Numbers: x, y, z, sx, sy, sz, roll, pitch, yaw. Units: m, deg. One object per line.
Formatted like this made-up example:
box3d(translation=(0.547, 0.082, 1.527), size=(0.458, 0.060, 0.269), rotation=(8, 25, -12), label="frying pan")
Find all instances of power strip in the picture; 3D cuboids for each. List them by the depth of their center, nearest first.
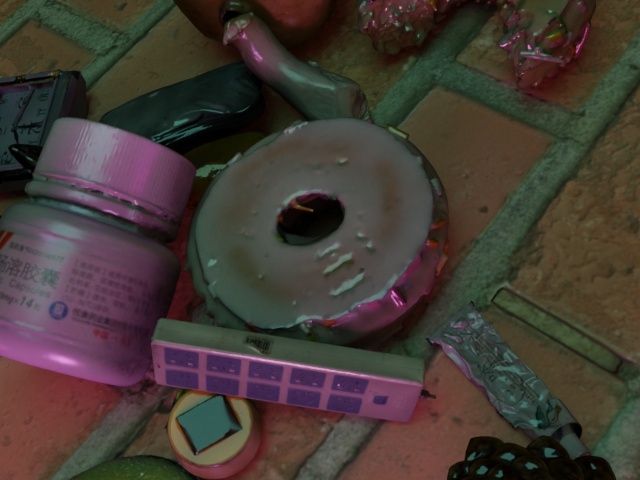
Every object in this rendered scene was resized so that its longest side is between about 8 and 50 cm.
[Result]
box3d(translation=(-0.035, 0.166, 1.012), size=(0.368, 0.106, 0.043), rotation=(9, 50, 0), label="power strip")

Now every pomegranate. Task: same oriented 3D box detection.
box3d(translation=(-0.117, -0.487, 1.373), size=(0.333, 0.332, 0.332), rotation=(-8, 58, 12), label="pomegranate")

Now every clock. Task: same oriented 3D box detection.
box3d(translation=(-0.529, -0.195, 1.452), size=(0.187, 0.083, 0.253), rotation=(-4, 59, 14), label="clock")

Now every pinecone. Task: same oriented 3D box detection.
box3d(translation=(0.196, 0.337, 0.816), size=(0.264, 0.264, 0.264), rotation=(-8, 58, 12), label="pinecone")

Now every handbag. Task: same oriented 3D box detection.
box3d(translation=(-0.236, -0.215, 1.363), size=(0.332, 0.075, 0.191), rotation=(-20, 36, 9), label="handbag")

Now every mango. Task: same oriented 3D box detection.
box3d(translation=(-0.157, -0.112, 1.289), size=(0.178, 0.090, 0.115), rotation=(-22, 46, -7), label="mango")

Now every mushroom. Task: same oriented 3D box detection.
box3d(translation=(-0.039, -0.262, 1.289), size=(0.278, 0.096, 0.099), rotation=(37, 81, -1), label="mushroom")

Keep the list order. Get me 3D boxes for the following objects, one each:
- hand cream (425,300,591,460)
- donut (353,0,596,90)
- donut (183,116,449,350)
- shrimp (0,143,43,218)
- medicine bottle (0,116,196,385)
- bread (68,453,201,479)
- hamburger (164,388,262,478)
box3d(translation=(0.243, 0.183, 1.011), size=(0.084, 0.050, 0.257), rotation=(-36, 50, -9), label="hand cream")
box3d(translation=(0.259, -0.395, 1.297), size=(0.371, 0.150, 0.307), rotation=(20, 66, 26), label="donut")
box3d(translation=(0.000, 0.000, 1.137), size=(0.383, 0.142, 0.382), rotation=(-8, 58, 13), label="donut")
box3d(translation=(-0.504, -0.057, 1.304), size=(0.445, 0.085, 0.272), rotation=(35, 84, 15), label="shrimp")
box3d(translation=(-0.319, 0.017, 1.117), size=(0.256, 0.256, 0.324), rotation=(14, 81, 24), label="medicine bottle")
box3d(translation=(-0.260, 0.415, 1.022), size=(0.302, 0.045, 0.301), rotation=(-7, 58, 11), label="bread")
box3d(translation=(-0.144, 0.245, 1.068), size=(0.141, 0.081, 0.126), rotation=(41, 74, 18), label="hamburger")
